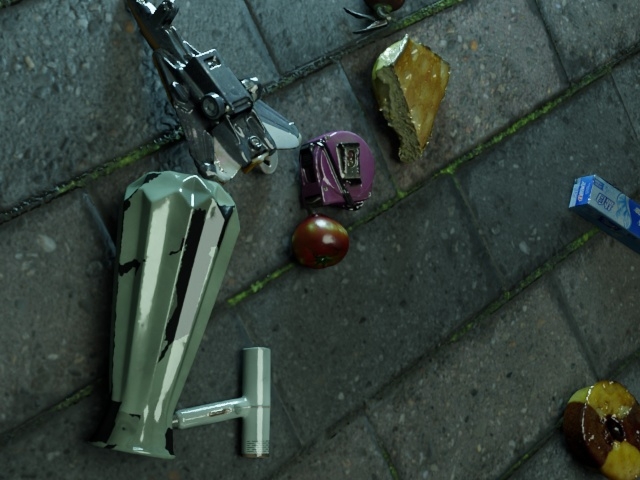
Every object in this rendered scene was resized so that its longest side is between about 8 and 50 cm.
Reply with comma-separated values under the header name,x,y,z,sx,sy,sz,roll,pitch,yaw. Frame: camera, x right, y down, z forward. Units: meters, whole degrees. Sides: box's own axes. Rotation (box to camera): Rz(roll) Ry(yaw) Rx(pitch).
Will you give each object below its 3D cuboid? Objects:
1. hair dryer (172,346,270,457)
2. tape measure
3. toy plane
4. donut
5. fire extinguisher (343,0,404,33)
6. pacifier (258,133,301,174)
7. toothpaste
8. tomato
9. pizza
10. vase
name,x,y,z,sx,sy,sz,roll,pitch,yaw
hair dryer,-0.151,0.222,1.517,0.183,0.044,0.155,8,75,-32
tape measure,0.026,-0.104,1.677,0.118,0.074,0.125,-10,90,-37
toy plane,-0.170,-0.234,1.520,0.204,0.103,0.316,-32,90,-46
donut,0.506,0.339,1.950,0.184,0.073,0.166,39,63,-24
fire extinguisher,0.094,-0.440,1.795,0.099,0.071,0.231,9,77,-6
pacifier,-0.066,-0.148,1.613,0.081,0.078,0.099,30,62,-65
toothpaste,0.584,-0.035,2.083,0.272,0.053,0.066,29,66,-29
tomato,0.000,0.000,1.638,0.087,0.087,0.075,14,50,-34
pizza,0.141,-0.258,1.794,0.204,0.080,0.188,-61,140,-37
vase,-0.210,0.097,1.430,0.165,0.165,0.360,18,75,-32
